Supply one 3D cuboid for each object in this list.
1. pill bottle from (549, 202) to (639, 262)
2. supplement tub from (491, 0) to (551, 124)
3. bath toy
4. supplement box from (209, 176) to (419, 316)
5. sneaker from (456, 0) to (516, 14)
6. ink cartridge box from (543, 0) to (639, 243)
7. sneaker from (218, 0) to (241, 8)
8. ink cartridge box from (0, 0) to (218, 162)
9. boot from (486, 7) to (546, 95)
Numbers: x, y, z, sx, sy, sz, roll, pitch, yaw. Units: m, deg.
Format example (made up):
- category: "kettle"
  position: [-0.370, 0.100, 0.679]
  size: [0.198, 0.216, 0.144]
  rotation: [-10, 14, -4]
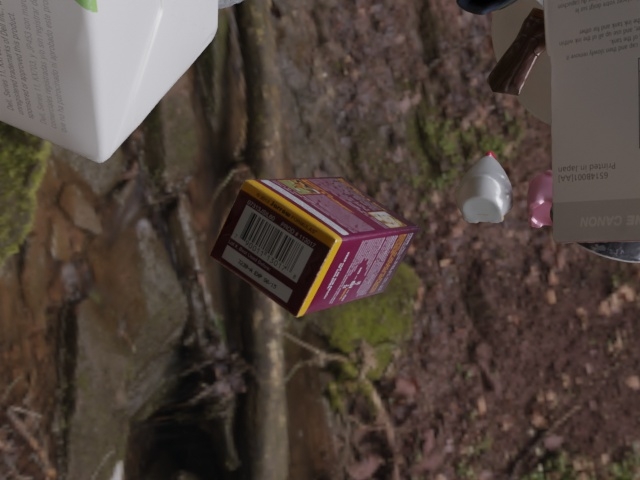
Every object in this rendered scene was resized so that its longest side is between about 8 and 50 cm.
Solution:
- category: "pill bottle"
  position: [0.339, -0.110, 1.003]
  size: [0.130, 0.131, 0.245]
  rotation: [-66, 172, -61]
- category: "supplement tub"
  position: [0.435, -0.321, 1.378]
  size: [0.235, 0.325, 0.235]
  rotation: [55, -17, 25]
- category: "bath toy"
  position: [0.398, -0.075, 1.585]
  size: [0.151, 0.349, 0.129]
  rotation: [80, 21, -54]
- category: "supplement box"
  position: [0.000, 0.000, 0.889]
  size: [0.188, 0.104, 0.080]
  rotation: [-8, 129, -62]
- category: "sneaker"
  position: [0.243, -0.351, 1.064]
  size: [0.121, 0.111, 0.300]
  rotation: [-46, 171, -28]
- category: "ink cartridge box"
  position: [0.269, -0.131, 0.556]
  size: [0.066, 0.296, 0.261]
  rotation: [-4, 92, -42]
- category: "sneaker"
  position: [-0.120, -0.344, 0.627]
  size: [0.210, 0.138, 0.365]
  rotation: [18, 64, -61]
- category: "ink cartridge box"
  position: [-0.225, -0.199, 0.435]
  size: [0.207, 0.354, 0.119]
  rotation: [101, 15, -52]
- category: "boot"
  position: [0.258, -0.213, 1.147]
  size: [0.037, 0.114, 0.106]
  rotation: [31, 4, -38]
